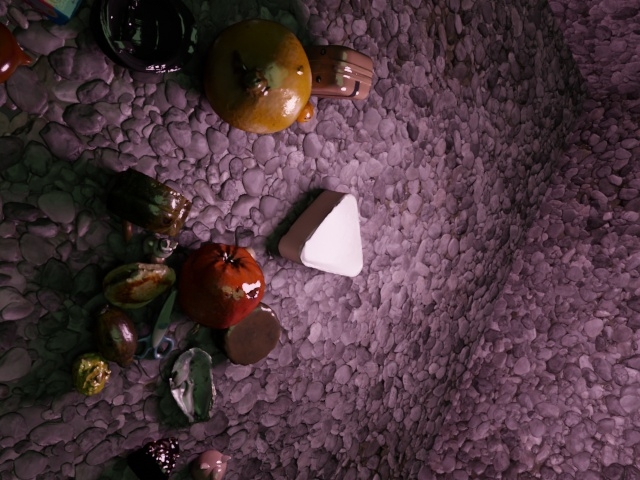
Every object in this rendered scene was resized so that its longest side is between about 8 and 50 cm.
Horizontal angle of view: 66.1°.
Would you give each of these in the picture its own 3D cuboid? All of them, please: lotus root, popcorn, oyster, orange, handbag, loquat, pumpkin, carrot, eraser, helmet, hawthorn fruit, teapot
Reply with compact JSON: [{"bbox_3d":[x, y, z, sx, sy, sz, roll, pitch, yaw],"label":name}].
[{"bbox_3d":[-0.593,0.280,1.433,0.120,0.120,0.210,-27,113,-32],"label":"lotus root"},{"bbox_3d":[-0.656,0.380,1.415,0.106,0.116,0.121,-1,66,-44],"label":"popcorn"},{"bbox_3d":[-0.414,0.491,1.649,0.199,0.087,0.252,-41,116,-13],"label":"oyster"},{"bbox_3d":[-0.063,-0.454,1.722,0.083,0.083,0.084,-10,106,-37],"label":"orange"},{"bbox_3d":[0.044,-0.553,1.648,0.283,0.301,0.149,-5,106,-44],"label":"handbag"},{"bbox_3d":[-0.182,-0.475,1.438,0.328,0.359,0.329,-1,109,-3],"label":"loquat"},{"bbox_3d":[-0.488,-0.104,1.414,0.189,0.280,0.139,25,84,-6],"label":"pumpkin"},{"bbox_3d":[-0.561,-0.096,1.426,0.048,0.048,0.217,-9,110,-37],"label":"carrot"},{"bbox_3d":[0.000,0.000,1.835,0.331,0.149,0.332,-12,108,-40],"label":"eraser"},{"bbox_3d":[-0.482,-0.561,1.305,0.278,0.160,0.231,-11,108,-52],"label":"helmet"},{"bbox_3d":[-0.331,0.167,1.546,0.275,0.276,0.308,18,114,-40],"label":"hawthorn fruit"},{"bbox_3d":[-0.800,-0.415,1.113,0.251,0.135,0.178,-11,73,-18],"label":"teapot"}]

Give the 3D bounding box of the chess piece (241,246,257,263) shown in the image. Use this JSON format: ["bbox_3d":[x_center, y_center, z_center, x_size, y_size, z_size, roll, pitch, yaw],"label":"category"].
[{"bbox_3d":[-0.249,0.106,1.695,0.094,0.094,0.171,-15,107,-36],"label":"chess piece"}]

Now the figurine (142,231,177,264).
[{"bbox_3d":[-0.468,0.034,1.462,0.081,0.146,0.098,-14,110,-37],"label":"figurine"}]

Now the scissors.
[{"bbox_3d":[-0.489,0.257,1.506,0.137,0.041,0.289,9,120,-36],"label":"scissors"}]

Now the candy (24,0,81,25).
[{"bbox_3d":[-0.700,-0.668,1.143,0.305,0.100,0.157,33,79,-40],"label":"candy"}]

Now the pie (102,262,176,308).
[{"bbox_3d":[-0.527,0.133,1.430,0.178,0.205,0.084,28,39,-51],"label":"pie"}]

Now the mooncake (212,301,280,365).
[{"bbox_3d":[-0.261,0.311,1.713,0.228,0.124,0.229,-13,113,-33],"label":"mooncake"}]

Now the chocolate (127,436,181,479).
[{"bbox_3d":[-0.521,0.703,1.608,0.133,0.156,0.156,-42,128,-57],"label":"chocolate"}]

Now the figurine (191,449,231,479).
[{"bbox_3d":[-0.386,0.799,1.719,0.125,0.138,0.125,21,44,-22],"label":"figurine"}]
